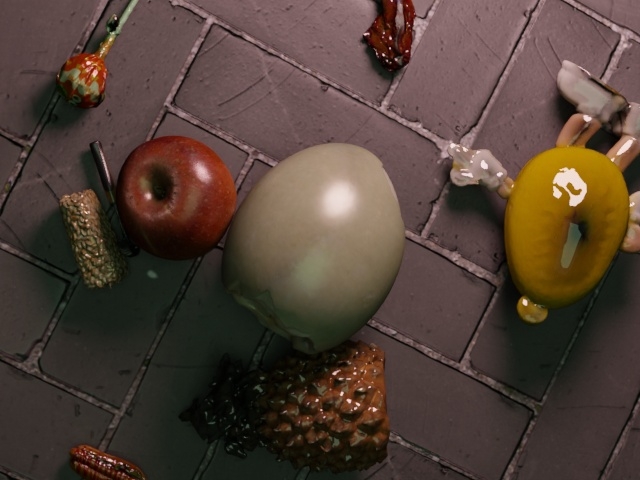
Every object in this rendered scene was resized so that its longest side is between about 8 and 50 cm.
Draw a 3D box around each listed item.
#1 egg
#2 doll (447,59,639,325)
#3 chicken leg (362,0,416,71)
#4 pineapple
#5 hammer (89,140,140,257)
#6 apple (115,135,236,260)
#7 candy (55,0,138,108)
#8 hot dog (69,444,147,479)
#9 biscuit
[{"bbox_3d":[0.000,0.000,1.803,0.278,0.278,0.336,36,72,-9],"label":"egg"},{"bbox_3d":[0.425,-0.099,1.934,0.423,0.161,0.348,-35,84,-7],"label":"doll"},{"bbox_3d":[0.118,-0.393,1.923,0.093,0.053,0.205,1,88,5],"label":"chicken leg"},{"bbox_3d":[-0.066,0.274,1.851,0.357,0.223,0.223,-1,92,2],"label":"pineapple"},{"bbox_3d":[-0.343,-0.068,1.851,0.021,0.078,0.201,-19,89,3],"label":"hammer"},{"bbox_3d":[-0.230,-0.066,1.818,0.201,0.162,0.201,-2,84,22],"label":"apple"},{"bbox_3d":[-0.335,-0.343,1.847,0.084,0.078,0.288,32,79,-6],"label":"candy"},{"bbox_3d":[-0.357,0.387,1.877,0.144,0.038,0.062,30,88,-9],"label":"hot dog"},{"bbox_3d":[-0.375,-0.002,1.841,0.070,0.082,0.169,-19,99,5],"label":"biscuit"}]
